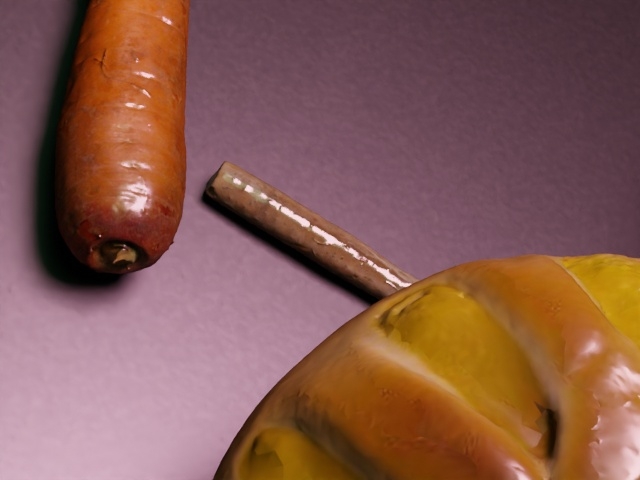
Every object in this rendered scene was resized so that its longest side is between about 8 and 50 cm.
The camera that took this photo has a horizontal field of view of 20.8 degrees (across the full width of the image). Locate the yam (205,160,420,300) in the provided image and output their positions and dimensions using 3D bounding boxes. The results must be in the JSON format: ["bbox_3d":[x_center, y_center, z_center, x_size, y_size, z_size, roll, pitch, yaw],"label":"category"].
[{"bbox_3d":[0.000,0.000,0.799,0.116,0.021,0.021,32,56,-4],"label":"yam"}]

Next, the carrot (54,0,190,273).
[{"bbox_3d":[-0.083,-0.092,0.794,0.059,0.059,0.248,14,56,-16],"label":"carrot"}]

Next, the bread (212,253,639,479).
[{"bbox_3d":[0.103,0.159,0.619,0.333,0.160,0.333,-1,80,6],"label":"bread"}]
